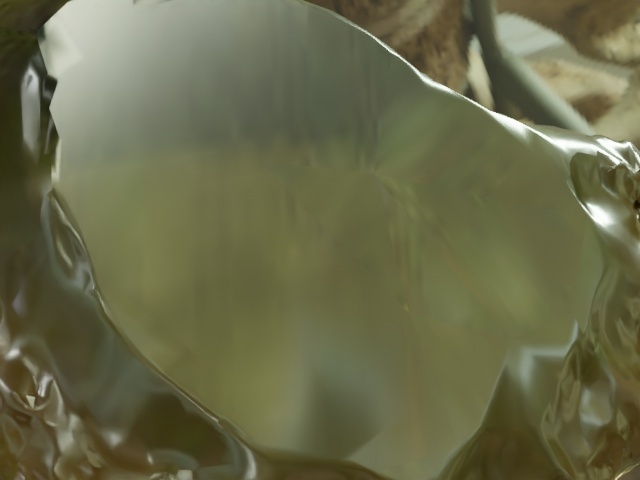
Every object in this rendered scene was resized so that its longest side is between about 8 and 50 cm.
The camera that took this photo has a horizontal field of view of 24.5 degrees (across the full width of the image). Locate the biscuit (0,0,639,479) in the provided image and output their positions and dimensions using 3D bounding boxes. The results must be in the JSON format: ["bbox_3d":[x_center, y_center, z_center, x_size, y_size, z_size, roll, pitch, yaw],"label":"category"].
[{"bbox_3d":[0.000,0.000,0.585,0.335,0.329,0.078,-25,-20,-34],"label":"biscuit"}]
